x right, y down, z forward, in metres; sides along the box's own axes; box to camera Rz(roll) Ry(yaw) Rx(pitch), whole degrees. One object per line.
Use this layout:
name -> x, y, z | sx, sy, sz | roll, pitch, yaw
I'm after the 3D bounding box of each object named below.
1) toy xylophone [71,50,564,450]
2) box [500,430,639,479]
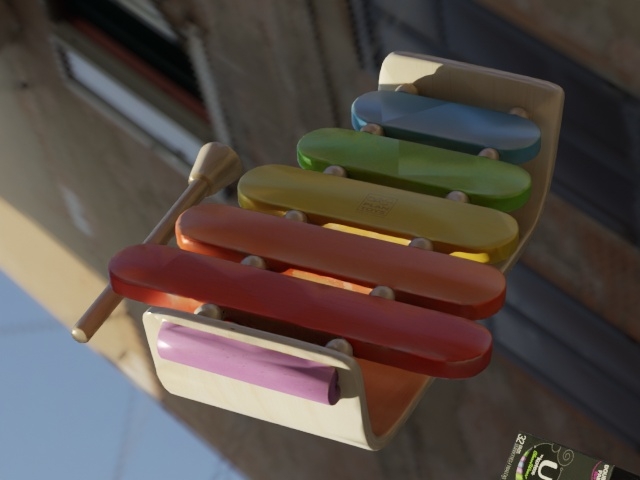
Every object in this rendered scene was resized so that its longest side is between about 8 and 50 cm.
toy xylophone -> 0.000, 0.000, 1.055 | 0.322, 0.236, 0.081 | -61, -25, -53
box -> 0.154, 0.160, 1.179 | 0.052, 0.083, 0.062 | 25, -95, -39
